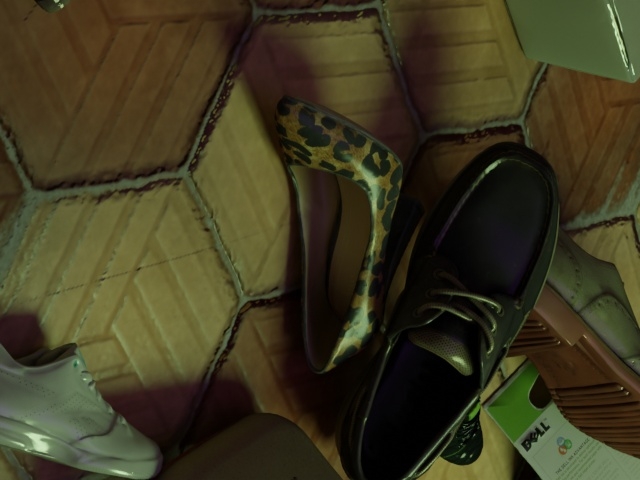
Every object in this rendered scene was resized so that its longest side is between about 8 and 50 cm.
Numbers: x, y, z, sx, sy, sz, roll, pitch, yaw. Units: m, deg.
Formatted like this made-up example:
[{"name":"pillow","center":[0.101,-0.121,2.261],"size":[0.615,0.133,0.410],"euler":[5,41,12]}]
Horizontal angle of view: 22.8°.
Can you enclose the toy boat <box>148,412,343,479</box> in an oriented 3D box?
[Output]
[{"name":"toy boat","center":[-0.086,0.258,1.375],"size":[0.151,0.151,0.231],"euler":[-45,169,32]}]

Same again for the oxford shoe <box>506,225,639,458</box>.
[{"name":"oxford shoe","center":[0.299,0.102,1.650],"size":[0.397,0.140,0.146],"euler":[44,58,-31]}]

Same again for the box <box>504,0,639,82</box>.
[{"name":"box","center":[0.326,-0.307,1.561],"size":[0.311,0.148,0.121],"euler":[-45,132,-22]}]

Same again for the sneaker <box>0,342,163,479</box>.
[{"name":"sneaker","center":[-0.197,0.130,1.255],"size":[0.212,0.080,0.094],"euler":[27,73,-46]}]

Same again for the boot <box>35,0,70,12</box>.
[{"name":"boot","center":[-0.180,-0.227,1.163],"size":[0.118,0.042,0.087],"euler":[-43,137,-24]}]

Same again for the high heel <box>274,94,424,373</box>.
[{"name":"high heel","center":[0.000,0.000,1.381],"size":[0.186,0.093,0.261],"euler":[-64,145,-13]}]

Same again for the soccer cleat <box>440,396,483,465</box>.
[{"name":"soccer cleat","center":[0.134,0.173,1.598],"size":[0.060,0.072,0.179],"euler":[-47,133,-22]}]

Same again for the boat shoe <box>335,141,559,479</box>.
[{"name":"boat shoe","center":[0.126,0.083,1.453],"size":[0.132,0.130,0.355],"euler":[22,100,-4]}]

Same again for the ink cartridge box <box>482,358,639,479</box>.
[{"name":"ink cartridge box","center":[0.294,0.232,1.779],"size":[0.189,0.097,0.255],"euler":[-41,96,-27]}]
